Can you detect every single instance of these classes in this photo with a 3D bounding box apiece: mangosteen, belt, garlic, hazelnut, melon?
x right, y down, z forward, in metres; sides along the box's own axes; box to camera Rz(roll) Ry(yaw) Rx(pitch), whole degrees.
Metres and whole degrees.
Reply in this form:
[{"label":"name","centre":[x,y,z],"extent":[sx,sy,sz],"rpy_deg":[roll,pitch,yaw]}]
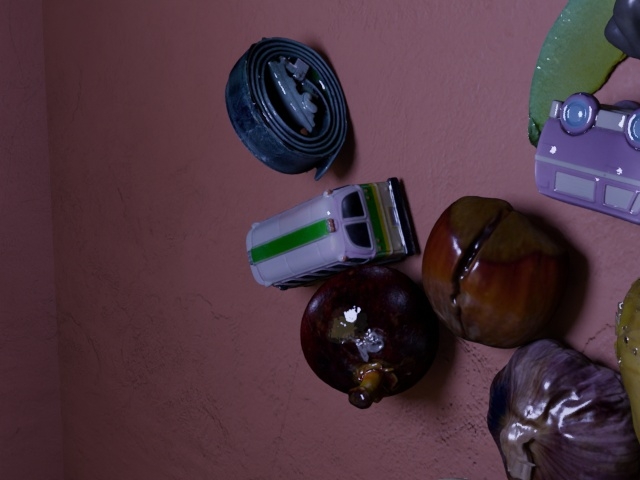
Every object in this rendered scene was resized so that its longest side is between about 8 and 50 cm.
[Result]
[{"label":"mangosteen","centre":[0.083,0.172,1.329],"extent":[0.261,0.235,0.235],"rpy_deg":[-87,20,-51]},{"label":"belt","centre":[-0.057,-0.230,1.476],"extent":[0.116,0.206,0.267],"rpy_deg":[-31,79,52]},{"label":"garlic","centre":[0.322,0.256,1.138],"extent":[0.245,0.160,0.245],"rpy_deg":[-2,88,57]},{"label":"hazelnut","centre":[0.241,0.051,1.183],"extent":[0.212,0.181,0.181],"rpy_deg":[34,81,30]},{"label":"melon","centre":[0.352,-0.237,1.120],"extent":[0.114,0.053,0.261],"rpy_deg":[37,129,19]}]

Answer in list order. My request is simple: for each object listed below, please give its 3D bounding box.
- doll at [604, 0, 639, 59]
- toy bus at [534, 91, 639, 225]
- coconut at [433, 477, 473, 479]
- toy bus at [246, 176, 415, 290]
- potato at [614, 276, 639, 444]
[{"label":"doll","centre":[0.429,-0.237,0.780],"extent":[0.252,0.378,0.382],"rpy_deg":[31,142,3]},{"label":"toy bus","centre":[0.385,-0.100,1.017],"extent":[0.202,0.142,0.142],"rpy_deg":[24,109,47]},{"label":"coconut","centre":[0.198,0.528,1.235],"extent":[0.323,0.323,0.323],"rpy_deg":[12,105,49]},{"label":"toy bus","centre":[0.000,0.000,1.466],"extent":[0.305,0.179,0.143],"rpy_deg":[-20,81,50]},{"label":"potato","centre":[0.451,0.172,0.981],"extent":[0.173,0.140,0.300],"rpy_deg":[-13,88,53]}]
